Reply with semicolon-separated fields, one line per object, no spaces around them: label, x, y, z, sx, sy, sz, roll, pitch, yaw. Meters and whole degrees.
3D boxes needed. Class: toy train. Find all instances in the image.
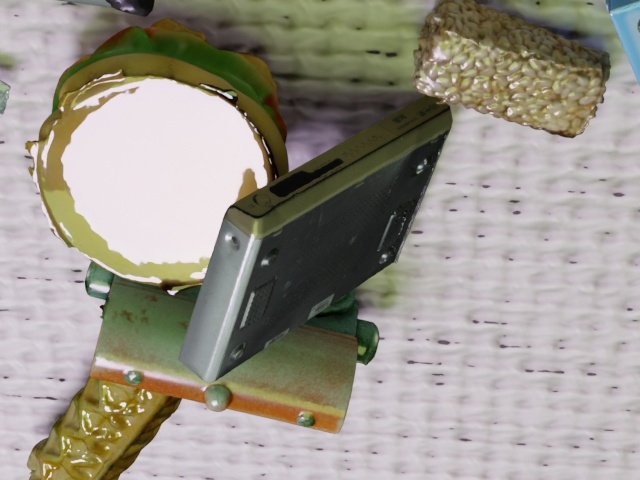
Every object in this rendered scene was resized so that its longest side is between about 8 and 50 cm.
toy train;-0.087;0.092;1.629;0.285;0.177;0.116;15;132;-6

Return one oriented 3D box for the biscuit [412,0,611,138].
biscuit;0.160;-0.145;1.461;0.168;0.070;0.082;16;135;-10

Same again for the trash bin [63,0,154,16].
trash bin;-0.241;-0.291;1.267;0.263;0.277;0.217;6;135;-9

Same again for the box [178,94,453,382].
box;0.000;0.000;1.494;0.045;0.270;0.211;39;133;20

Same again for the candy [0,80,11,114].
candy;-0.388;-0.198;1.493;0.086;0.059;0.292;-34;120;27

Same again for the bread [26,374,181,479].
bread;-0.209;0.177;1.778;0.098;0.087;0.269;27;129;-15

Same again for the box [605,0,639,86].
box;0.361;-0.184;1.393;0.232;0.083;0.142;-16;128;22

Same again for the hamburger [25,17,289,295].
hamburger;-0.134;-0.081;1.505;0.237;0.149;0.237;2;123;3
